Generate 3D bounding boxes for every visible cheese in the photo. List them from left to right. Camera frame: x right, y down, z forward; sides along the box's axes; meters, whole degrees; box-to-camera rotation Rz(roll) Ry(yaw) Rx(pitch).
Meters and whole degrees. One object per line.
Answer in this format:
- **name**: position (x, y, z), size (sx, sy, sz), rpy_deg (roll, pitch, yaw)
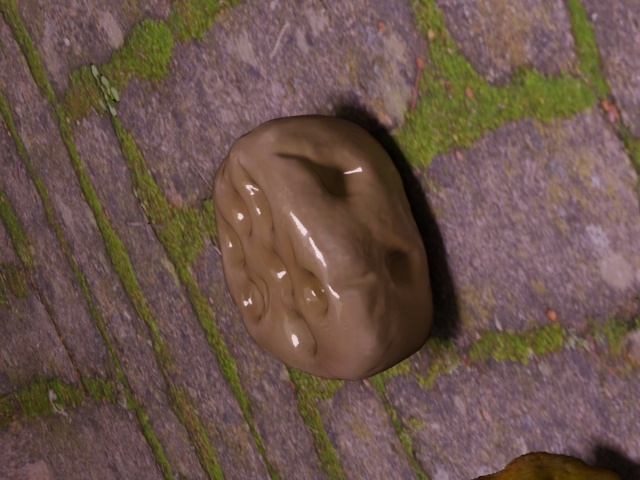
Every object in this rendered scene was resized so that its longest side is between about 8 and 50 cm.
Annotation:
- **cheese**: position (0.000, 0.000, 1.465), size (0.235, 0.117, 0.218), rpy_deg (45, 148, 39)

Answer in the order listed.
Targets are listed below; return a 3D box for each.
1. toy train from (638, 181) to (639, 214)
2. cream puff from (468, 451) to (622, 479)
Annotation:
- **toy train**: position (0.323, 0.065, 0.916), size (0.407, 0.088, 0.086), rpy_deg (44, 140, 36)
- **cream puff**: position (0.175, 0.275, 1.322), size (0.244, 0.196, 0.244), rpy_deg (33, 156, 16)
